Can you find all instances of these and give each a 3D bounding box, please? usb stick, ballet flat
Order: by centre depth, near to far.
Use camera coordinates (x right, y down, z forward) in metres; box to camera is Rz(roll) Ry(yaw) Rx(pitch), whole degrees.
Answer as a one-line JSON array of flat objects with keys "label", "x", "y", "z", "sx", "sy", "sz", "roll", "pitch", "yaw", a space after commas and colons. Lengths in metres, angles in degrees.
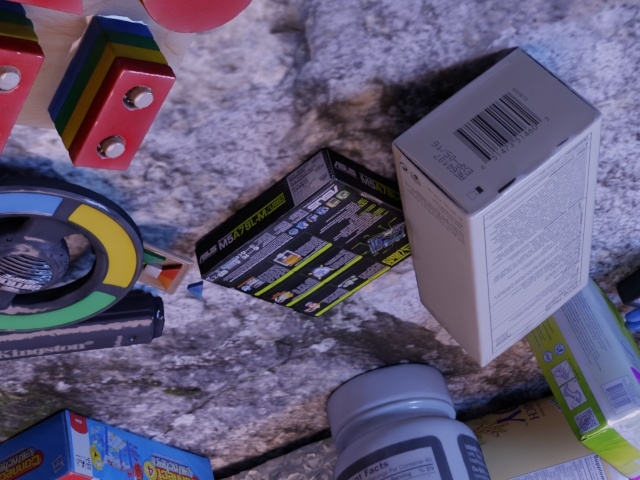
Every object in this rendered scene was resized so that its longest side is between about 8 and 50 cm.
[{"label": "usb stick", "x": -0.303, "y": 0.096, "z": 1.197, "sx": 0.278, "sy": 0.045, "sz": 0.077, "roll": -6, "pitch": 146, "yaw": -16}, {"label": "ballet flat", "x": -0.104, "y": 0.403, "z": 1.685, "sx": 0.409, "sy": 0.147, "sz": 0.147, "roll": -25, "pitch": 147, "yaw": 17}]

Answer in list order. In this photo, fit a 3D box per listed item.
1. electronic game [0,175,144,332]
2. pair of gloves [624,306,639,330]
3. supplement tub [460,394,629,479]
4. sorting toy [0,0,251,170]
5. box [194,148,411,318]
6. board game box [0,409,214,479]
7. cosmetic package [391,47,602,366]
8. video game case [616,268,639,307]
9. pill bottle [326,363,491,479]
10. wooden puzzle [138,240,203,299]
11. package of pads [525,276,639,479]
[{"label": "electronic game", "x": -0.279, "y": 0.018, "z": 1.069, "sx": 0.229, "sy": 0.048, "sz": 0.229, "roll": -8, "pitch": 145, "yaw": -5}, {"label": "pair of gloves", "x": 0.460, "y": 0.074, "z": 1.426, "sx": 0.159, "sy": 0.023, "sz": 0.198, "roll": -41, "pitch": 145, "yaw": 14}, {"label": "supplement tub", "x": 0.341, "y": 0.354, "z": 1.698, "sx": 0.331, "sy": 0.241, "sz": 0.241, "roll": -17, "pitch": 148, "yaw": 2}, {"label": "sorting toy", "x": -0.169, "y": -0.159, "z": 0.747, "sx": 0.257, "sy": 0.089, "sz": 0.255, "roll": 4, "pitch": 133, "yaw": -41}, {"label": "box", "x": 0.000, "y": 0.000, "z": 1.184, "sx": 0.190, "sy": 0.045, "sz": 0.184, "roll": -36, "pitch": 145, "yaw": 28}, {"label": "board game box", "x": -0.349, "y": 0.361, "z": 1.551, "sx": 0.308, "sy": 0.086, "sz": 0.302, "roll": -29, "pitch": 146, "yaw": 21}, {"label": "cosmetic package", "x": 0.175, "y": -0.020, "z": 1.118, "sx": 0.160, "sy": 0.113, "sz": 0.309, "roll": -36, "pitch": 151, "yaw": -12}, {"label": "video game case", "x": 0.558, "y": 0.019, "z": 1.466, "sx": 0.248, "sy": 0.035, "sz": 0.275, "roll": 13, "pitch": 138, "yaw": -38}, {"label": "pill bottle", "x": 0.131, "y": 0.357, "z": 1.495, "sx": 0.204, "sy": 0.361, "sz": 0.204, "roll": -11, "pitch": 148, "yaw": -7}, {"label": "wooden puzzle", "x": -0.168, "y": 0.027, "z": 1.139, "sx": 0.116, "sy": 0.014, "sz": 0.078, "roll": 18, "pitch": 145, "yaw": -8}, {"label": "package of pads", "x": 0.346, "y": 0.162, "z": 1.414, "sx": 0.101, "sy": 0.229, "sz": 0.296, "roll": -31, "pitch": 147, "yaw": 13}]
